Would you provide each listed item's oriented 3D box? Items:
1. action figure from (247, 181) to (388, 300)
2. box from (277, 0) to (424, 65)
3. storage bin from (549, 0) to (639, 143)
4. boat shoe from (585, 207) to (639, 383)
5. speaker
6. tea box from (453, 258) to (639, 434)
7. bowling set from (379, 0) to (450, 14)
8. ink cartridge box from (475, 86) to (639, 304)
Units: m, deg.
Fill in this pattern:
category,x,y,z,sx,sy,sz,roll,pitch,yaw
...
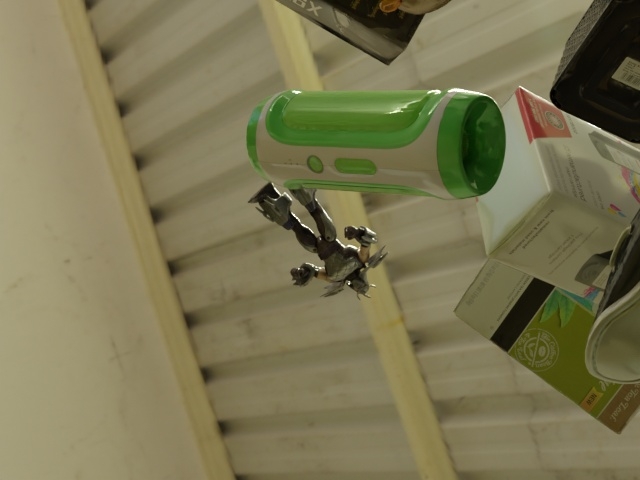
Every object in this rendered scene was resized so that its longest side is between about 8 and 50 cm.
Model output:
category,x,y,z,sx,sy,sz,roll,pitch,yaw
action figure,0.000,0.000,1.759,0.185,0.099,0.285,-37,-83,17
box,0.031,-0.330,0.739,0.242,0.076,0.307,29,-92,-6
storage bin,0.324,-0.195,0.962,0.122,0.084,0.180,25,-34,0
boat shoe,0.349,0.032,0.966,0.114,0.091,0.302,14,-44,-5
speaker,0.058,-0.115,1.115,0.296,0.131,0.131,6,-73,37
tea box,0.442,0.114,1.621,0.323,0.329,0.220,36,-76,16
bowling set,0.104,-0.270,0.482,0.200,0.287,0.154,55,-16,15
ink cartridge box,0.358,-0.038,1.255,0.131,0.306,0.226,-54,-154,36
